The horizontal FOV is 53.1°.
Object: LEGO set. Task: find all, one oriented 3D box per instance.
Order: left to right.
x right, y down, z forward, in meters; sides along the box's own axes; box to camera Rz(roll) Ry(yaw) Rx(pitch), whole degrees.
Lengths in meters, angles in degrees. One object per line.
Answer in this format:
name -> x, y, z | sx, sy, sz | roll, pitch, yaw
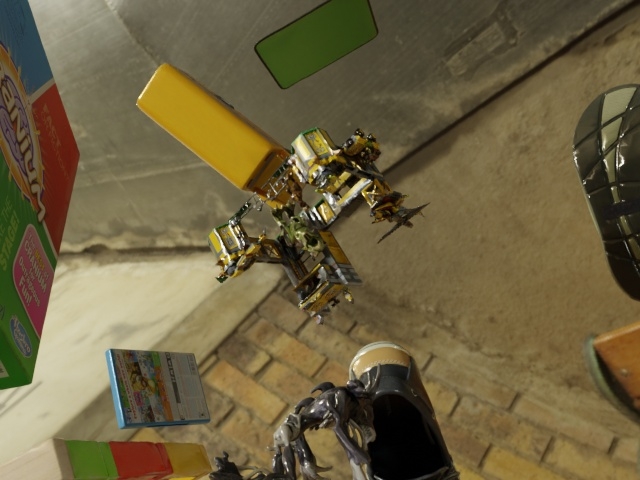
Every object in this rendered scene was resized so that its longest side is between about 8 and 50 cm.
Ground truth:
LEGO set -> 0.000, 0.000, 1.020 | 0.331, 0.255, 0.192 | -40, 63, 18

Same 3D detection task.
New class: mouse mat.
mouse mat -> -0.002, -0.316, 1.008 | 0.007, 0.189, 0.152 | 65, -173, 19

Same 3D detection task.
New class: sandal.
sandal -> 0.426, -0.065, 0.888 | 0.120, 0.086, 0.303 | -9, 84, 29

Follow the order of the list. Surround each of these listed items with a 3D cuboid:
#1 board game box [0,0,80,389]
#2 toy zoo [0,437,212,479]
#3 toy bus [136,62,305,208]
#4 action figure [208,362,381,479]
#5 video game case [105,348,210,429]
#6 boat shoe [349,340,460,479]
board game box -> -0.270, -0.080, 0.499 | 0.064, 0.317, 0.242 | -8, 131, -6
toy zoo -> -0.214, 0.223, 0.536 | 0.030, 0.192, 0.293 | 64, -176, 22
toy bus -> -0.177, -0.192, 1.221 | 0.332, 0.108, 0.130 | 39, -171, 7
action figure -> -0.008, 0.281, 0.854 | 0.141, 0.275, 0.164 | 59, 156, 6
video game case -> -0.245, 0.225, 0.976 | 0.015, 0.166, 0.119 | -34, 61, 26
boat shoe -> 0.172, 0.439, 1.252 | 0.186, 0.156, 0.500 | -15, 111, 6
